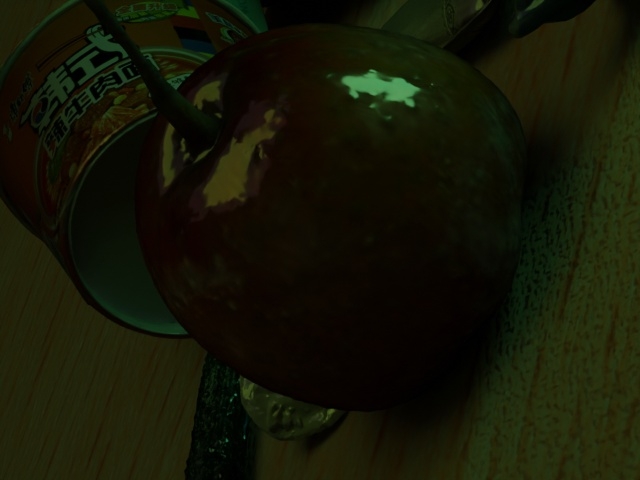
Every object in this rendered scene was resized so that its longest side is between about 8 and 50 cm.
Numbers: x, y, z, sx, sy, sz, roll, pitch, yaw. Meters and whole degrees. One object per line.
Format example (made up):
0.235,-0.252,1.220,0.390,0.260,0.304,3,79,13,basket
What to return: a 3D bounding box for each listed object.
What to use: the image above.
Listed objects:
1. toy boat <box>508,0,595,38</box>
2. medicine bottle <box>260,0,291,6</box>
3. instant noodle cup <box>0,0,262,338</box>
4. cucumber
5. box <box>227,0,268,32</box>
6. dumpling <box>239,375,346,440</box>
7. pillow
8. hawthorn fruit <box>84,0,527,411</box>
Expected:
0.159,-0.252,1.222,0.142,0.129,0.309,-21,44,44,toy boat
-0.028,-0.273,1.689,0.130,0.130,0.341,-64,21,-9,medicine bottle
-0.120,-0.052,1.483,0.250,0.250,0.192,-56,29,13,instant noodle cup
-0.071,0.154,1.353,0.044,0.043,0.256,-41,27,32,cucumber
-0.107,-0.173,1.702,0.229,0.041,0.162,-22,82,66,box
-0.017,0.099,1.281,0.052,0.076,0.057,107,-178,-54,dumpling
0.076,-0.154,1.419,0.233,0.038,0.130,-40,26,48,pillow
-0.005,-0.012,1.169,0.231,0.263,0.235,114,152,-76,hawthorn fruit
